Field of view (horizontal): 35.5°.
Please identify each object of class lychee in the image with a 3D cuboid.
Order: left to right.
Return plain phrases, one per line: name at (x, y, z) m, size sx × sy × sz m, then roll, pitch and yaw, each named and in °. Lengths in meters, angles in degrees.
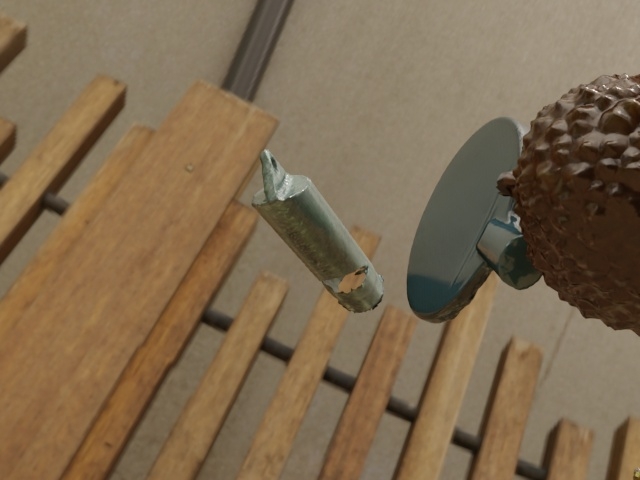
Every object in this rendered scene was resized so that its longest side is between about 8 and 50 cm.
lychee at (0.231, -0.025, 0.717) m, size 0.238 × 0.200 × 0.200 m, roll 16°, pitch -37°, yaw 46°

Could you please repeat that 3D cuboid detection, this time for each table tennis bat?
table tennis bat at (0.146, -0.013, 0.937) m, size 0.044 × 0.329 × 0.215 m, roll 25°, pitch -82°, yaw -10°

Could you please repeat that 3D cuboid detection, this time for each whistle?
whistle at (0.000, 0.000, 1.050) m, size 0.062 × 0.062 × 0.312 m, roll 6°, pitch -21°, yaw 22°

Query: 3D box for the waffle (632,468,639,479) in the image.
waffle at (0.417, 0.266, 1.011) m, size 0.197 × 0.193 × 0.070 m, roll -9°, pitch -43°, yaw 13°
